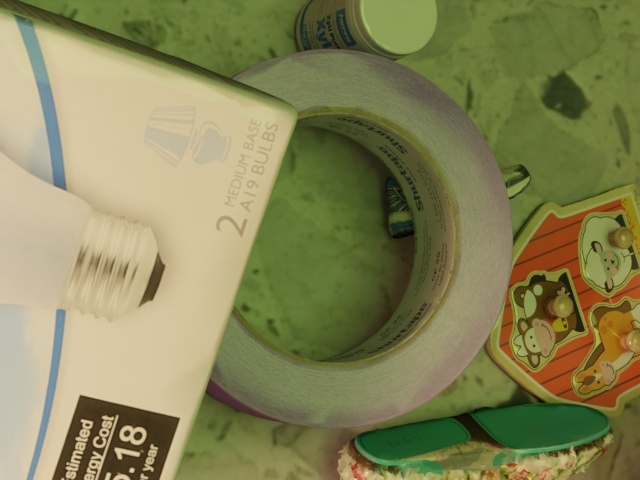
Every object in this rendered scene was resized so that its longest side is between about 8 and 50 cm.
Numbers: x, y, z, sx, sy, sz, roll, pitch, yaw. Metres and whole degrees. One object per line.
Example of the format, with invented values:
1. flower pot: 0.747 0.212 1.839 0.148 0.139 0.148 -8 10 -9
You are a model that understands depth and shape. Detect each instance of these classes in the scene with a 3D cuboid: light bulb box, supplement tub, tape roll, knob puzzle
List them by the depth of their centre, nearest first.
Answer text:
1. light bulb box: -0.261 0.017 0.992 0.361 0.225 0.357 16 95 -25
2. tape roll: 0.000 0.000 1.225 0.275 0.090 0.274 1 86 -17
3. supplement tub: 0.034 -0.167 1.274 0.071 0.107 0.071 3 84 -27
4. knob puzzle: 0.222 0.059 1.393 0.213 0.030 0.213 3 84 -27

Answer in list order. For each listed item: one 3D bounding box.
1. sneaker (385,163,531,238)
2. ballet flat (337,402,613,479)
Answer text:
1. sneaker: 0.110 -0.047 1.335 0.135 0.052 0.058 -18 89 -28
2. ballet flat: 0.119 0.179 1.311 0.241 0.091 0.077 -4 117 -23
